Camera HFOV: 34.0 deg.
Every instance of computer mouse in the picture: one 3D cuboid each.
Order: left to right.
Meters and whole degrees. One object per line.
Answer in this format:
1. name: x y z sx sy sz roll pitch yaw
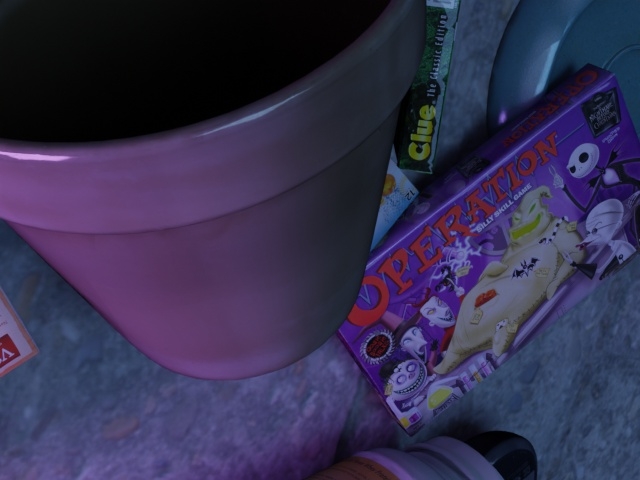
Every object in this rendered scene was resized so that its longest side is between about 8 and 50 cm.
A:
1. computer mouse: 0.172 0.299 1.139 0.188 0.072 0.272 -32 134 -24

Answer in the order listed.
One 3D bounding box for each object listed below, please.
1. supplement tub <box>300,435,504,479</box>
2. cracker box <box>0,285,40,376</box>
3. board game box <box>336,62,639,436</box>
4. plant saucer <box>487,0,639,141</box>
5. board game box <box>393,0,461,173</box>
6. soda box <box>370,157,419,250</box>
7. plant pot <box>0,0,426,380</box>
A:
1. supplement tub: 0.020 0.324 0.937 0.316 0.228 0.228 -20 117 -27
2. cracker box: -0.277 -0.026 0.650 0.067 0.156 0.232 -35 123 -19
3. board game box: 0.171 0.013 1.009 0.347 0.056 0.208 -38 120 -6
4. plant saucer: 0.305 -0.153 1.075 0.317 0.044 0.317 -12 114 -30
5. board game box: 0.075 -0.144 0.804 0.030 0.260 0.136 9 105 -1
6. soda box: 0.000 0.000 0.911 0.183 0.058 0.063 -49 127 -8
7. plant pot: -0.079 -0.064 0.708 0.323 0.323 0.280 -34 139 -20
